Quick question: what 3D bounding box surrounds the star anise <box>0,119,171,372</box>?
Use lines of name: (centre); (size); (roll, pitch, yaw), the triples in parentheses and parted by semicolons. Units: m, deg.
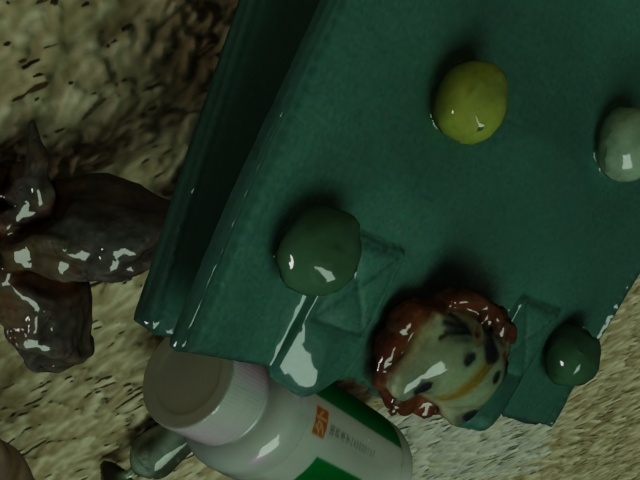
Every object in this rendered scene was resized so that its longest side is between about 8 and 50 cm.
star anise: (-0.141, 0.023, 0.381); (0.148, 0.227, 0.219); (-9, 121, 12)

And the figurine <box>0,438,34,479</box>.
figurine: (-0.308, 0.222, 0.514); (0.361, 0.211, 0.253); (-31, -172, 0)

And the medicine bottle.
medicine bottle: (-0.022, 0.133, 0.687); (0.095, 0.095, 0.260); (-34, 143, 8)

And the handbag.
handbag: (0.082, -0.049, 0.434); (0.268, 0.100, 0.274); (20, 94, -45)

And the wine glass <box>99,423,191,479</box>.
wine glass: (-0.115, 0.151, 0.698); (0.083, 0.039, 0.042); (-39, 141, 9)
